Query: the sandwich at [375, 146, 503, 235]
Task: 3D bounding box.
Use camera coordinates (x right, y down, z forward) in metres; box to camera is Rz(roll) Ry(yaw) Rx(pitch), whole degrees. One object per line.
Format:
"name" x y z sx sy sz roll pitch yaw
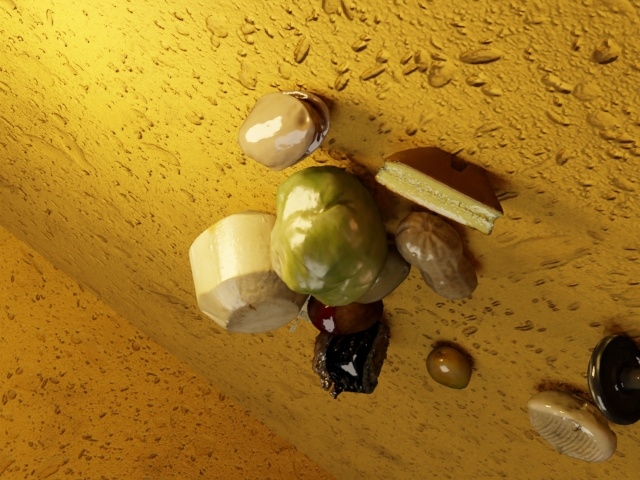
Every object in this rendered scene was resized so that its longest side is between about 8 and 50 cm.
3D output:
"sandwich" 0.230 -0.106 1.306 0.244 0.088 0.090 28 144 11

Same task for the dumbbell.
"dumbbell" 0.663 0.276 1.410 0.192 0.192 0.290 41 151 -20

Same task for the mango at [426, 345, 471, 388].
"mango" 0.361 0.359 1.956 0.130 0.091 0.194 5 152 36

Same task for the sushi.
"sushi" 0.072 0.309 1.998 0.219 0.238 0.225 18 135 31

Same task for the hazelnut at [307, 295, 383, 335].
"hazelnut" 0.069 0.164 1.801 0.160 0.170 0.202 -39 148 26

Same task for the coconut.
"coconut" -0.176 0.066 1.769 0.323 0.323 0.323 23 152 13

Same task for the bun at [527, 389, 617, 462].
"bun" 0.653 0.470 1.821 0.237 0.116 0.210 34 153 29

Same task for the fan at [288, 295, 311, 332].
"fan" -0.060 0.233 2.226 0.191 0.009 0.329 28 150 2

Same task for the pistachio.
"pistachio" -0.075 -0.214 1.376 0.223 0.126 0.152 -4 102 46

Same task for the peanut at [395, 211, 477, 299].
"peanut" 0.255 0.038 1.490 0.124 0.123 0.256 -2 141 45

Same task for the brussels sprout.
"brussels sprout" 0.009 0.004 1.486 0.274 0.243 0.316 43 132 30

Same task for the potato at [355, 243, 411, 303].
"potato" 0.124 0.067 1.648 0.194 0.157 0.157 -14 131 34
